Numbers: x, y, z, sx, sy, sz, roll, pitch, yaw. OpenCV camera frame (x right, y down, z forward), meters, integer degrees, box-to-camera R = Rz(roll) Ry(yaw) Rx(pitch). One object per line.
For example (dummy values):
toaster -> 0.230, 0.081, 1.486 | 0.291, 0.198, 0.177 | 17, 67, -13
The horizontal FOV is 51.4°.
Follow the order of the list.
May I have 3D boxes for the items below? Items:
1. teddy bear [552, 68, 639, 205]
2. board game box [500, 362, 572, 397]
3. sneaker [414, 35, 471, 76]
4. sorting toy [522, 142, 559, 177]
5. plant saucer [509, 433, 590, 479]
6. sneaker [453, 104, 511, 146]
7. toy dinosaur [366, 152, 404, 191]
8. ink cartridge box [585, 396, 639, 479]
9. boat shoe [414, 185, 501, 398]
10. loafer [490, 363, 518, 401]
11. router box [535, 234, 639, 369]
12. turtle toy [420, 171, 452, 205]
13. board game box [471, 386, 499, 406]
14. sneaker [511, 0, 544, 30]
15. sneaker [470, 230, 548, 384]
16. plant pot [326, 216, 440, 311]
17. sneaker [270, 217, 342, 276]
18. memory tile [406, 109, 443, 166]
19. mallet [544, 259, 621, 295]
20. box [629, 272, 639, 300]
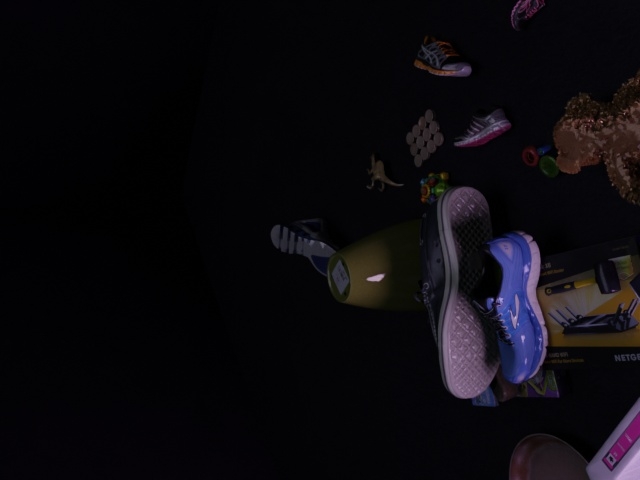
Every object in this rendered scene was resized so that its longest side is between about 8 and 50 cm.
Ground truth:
teddy bear -> 0.595, -0.197, 1.205 | 0.338, 0.113, 0.245 | -26, 80, 54
board game box -> 0.468, 0.198, 1.587 | 0.208, 0.056, 0.346 | 152, 109, -66
sneaker -> 0.312, -0.468, 1.702 | 0.215, 0.084, 0.083 | 43, 128, 53
sorting toy -> 0.494, -0.184, 1.463 | 0.102, 0.042, 0.061 | 39, 146, 39
plant saucer -> 0.552, 0.589, 1.507 | 0.311, 0.050, 0.310 | 21, 114, 60
sneaker -> 0.387, -0.278, 1.617 | 0.170, 0.063, 0.074 | -24, 75, 57
toy dinosaur -> 0.181, -0.197, 2.049 | 0.183, 0.053, 0.092 | 59, 143, 40
ink cartridge box -> 0.605, 0.358, 1.208 | 0.069, 0.176, 0.370 | 55, 142, 44
boat shoe -> 0.329, 0.122, 1.601 | 0.156, 0.187, 0.499 | 161, 108, -64
loafer -> 0.427, 0.326, 1.599 | 0.148, 0.050, 0.056 | -104, 27, -48
router box -> 0.561, 0.133, 1.347 | 0.309, 0.081, 0.242 | -26, 72, 62
turtle toy -> 0.312, -0.136, 1.791 | 0.130, 0.066, 0.095 | 5, 100, 63
board game box -> 0.424, 0.387, 1.742 | 0.090, 0.020, 0.090 | -23, 76, 61
sneaker -> 0.459, -0.511, 1.450 | 0.057, 0.047, 0.119 | 45, 137, 35
sneaker -> 0.391, 0.149, 1.437 | 0.130, 0.147, 0.329 | 178, 84, -69
plant pot -> 0.177, 0.083, 1.856 | 0.275, 0.294, 0.274 | 22, 115, 60
sneaker -> -0.001, 0.000, 2.380 | 0.316, 0.182, 0.127 | 28, 128, 24
memory tile -> 0.291, -0.285, 1.858 | 0.148, 0.012, 0.113 | -50, 52, 56
mallet -> 0.509, 0.077, 1.314 | 0.190, 0.039, 0.062 | 164, 100, -67
box -> 0.644, 0.044, 1.086 | 0.108, 0.153, 0.207 | 65, 147, 32
